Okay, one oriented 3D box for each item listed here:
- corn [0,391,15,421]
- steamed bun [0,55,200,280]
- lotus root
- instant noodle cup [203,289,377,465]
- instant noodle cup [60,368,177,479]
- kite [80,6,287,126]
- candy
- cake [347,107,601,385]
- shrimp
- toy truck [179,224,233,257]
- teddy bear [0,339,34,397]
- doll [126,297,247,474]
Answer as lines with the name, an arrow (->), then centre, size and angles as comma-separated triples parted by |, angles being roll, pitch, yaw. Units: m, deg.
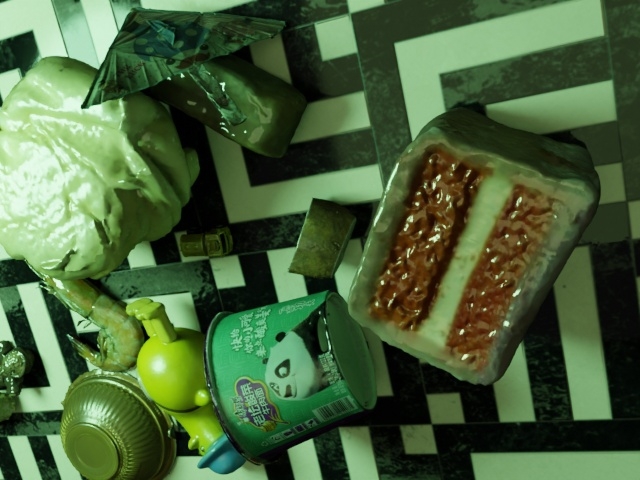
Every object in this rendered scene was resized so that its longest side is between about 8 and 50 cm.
corn -> -0.784, 0.362, 1.385 | 0.288, 0.086, 0.087 | -7, 103, 19
steamed bun -> -0.366, -0.111, 1.018 | 0.325, 0.230, 0.372 | 45, 113, 3
lotus root -> -0.001, 0.001, 0.990 | 0.081, 0.112, 0.122 | 22, 111, 5
instant noodle cup -> -0.034, 0.198, 1.001 | 0.190, 0.251, 0.251 | -21, 98, 15
instant noodle cup -> -0.419, 0.391, 1.266 | 0.273, 0.091, 0.274 | 5, 107, 18
kite -> -0.186, -0.257, 0.905 | 0.314, 0.335, 0.012 | 46, 154, 29
candy -> -0.140, -0.220, 0.979 | 0.233, 0.102, 0.104 | 31, 114, 11
cake -> 0.198, -0.001, 0.859 | 0.236, 0.230, 0.309 | 25, 113, 12
shrimp -> -0.461, 0.139, 1.227 | 0.296, 0.058, 0.169 | 39, 117, 1
toy truck -> -0.190, 0.004, 1.088 | 0.083, 0.054, 0.049 | -3, 105, 19
teddy bear -> -0.653, 0.268, 1.322 | 0.160, 0.078, 0.120 | -20, 77, 7
doll -> -0.233, 0.264, 1.152 | 0.199, 0.145, 0.363 | 10, 126, 58
